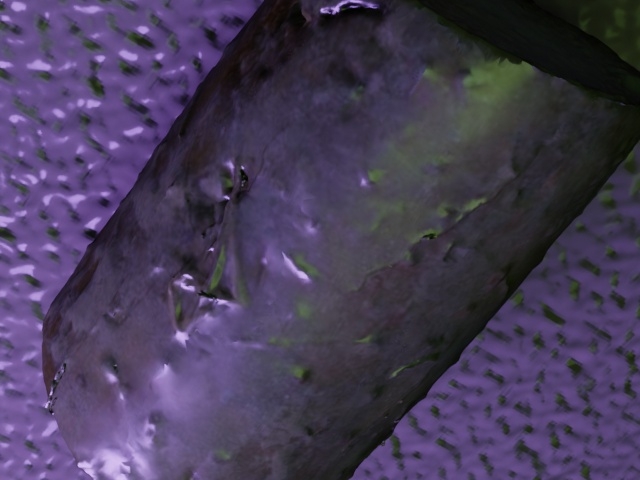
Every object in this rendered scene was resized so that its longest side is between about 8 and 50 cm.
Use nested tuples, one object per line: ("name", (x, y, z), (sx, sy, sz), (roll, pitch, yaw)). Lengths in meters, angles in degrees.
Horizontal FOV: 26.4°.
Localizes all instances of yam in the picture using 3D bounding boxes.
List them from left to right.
("yam", (0.000, 0.000, 0.562), (0.161, 0.161, 0.268), (29, 117, -21))
